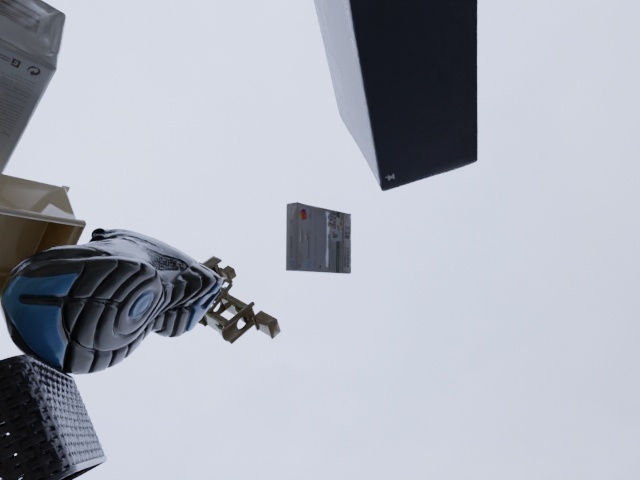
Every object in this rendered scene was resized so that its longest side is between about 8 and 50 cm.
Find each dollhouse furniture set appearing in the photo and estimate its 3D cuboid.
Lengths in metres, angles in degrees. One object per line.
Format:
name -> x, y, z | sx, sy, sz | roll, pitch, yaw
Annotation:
dollhouse furniture set -> -0.202, 0.143, 1.056 | 0.101, 0.182, 0.161 | -39, -48, -33

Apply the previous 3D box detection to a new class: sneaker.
sneaker -> -0.235, 0.052, 0.532 | 0.140, 0.341, 0.125 | 33, -92, 9

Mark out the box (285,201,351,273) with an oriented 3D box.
box -> 0.000, 0.000, 1.056 | 0.186, 0.038, 0.145 | 7, -99, -51

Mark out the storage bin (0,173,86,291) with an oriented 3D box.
storage bin -> -0.567, 0.015, 0.757 | 0.262, 0.123, 0.260 | 12, -59, -47

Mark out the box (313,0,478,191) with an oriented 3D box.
box -> 0.117, -0.321, 0.807 | 0.179, 0.312, 0.343 | -17, -48, 0

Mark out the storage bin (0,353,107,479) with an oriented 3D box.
storage bin -> -0.238, 0.156, 0.340 | 0.122, 0.180, 0.084 | -24, -104, -24

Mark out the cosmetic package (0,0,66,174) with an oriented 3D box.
cosmetic package -> -0.603, -0.239, 0.829 | 0.156, 0.217, 0.385 | 24, -59, -40
